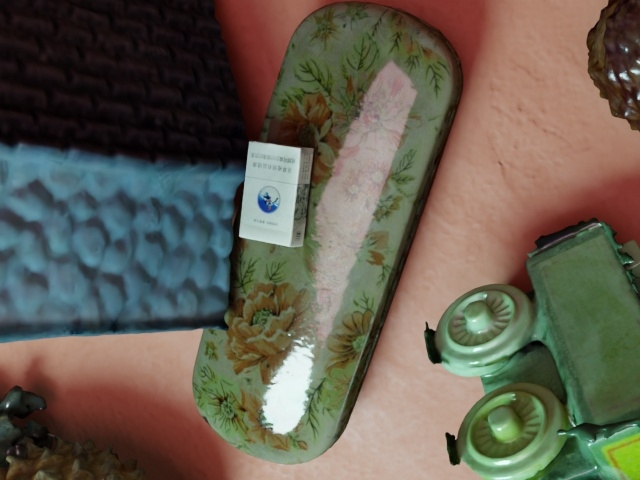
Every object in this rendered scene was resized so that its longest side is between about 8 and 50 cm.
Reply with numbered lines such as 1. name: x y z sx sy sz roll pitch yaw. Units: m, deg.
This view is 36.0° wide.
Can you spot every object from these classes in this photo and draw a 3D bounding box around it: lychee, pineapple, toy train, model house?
1. lychee: 0.301 -0.150 0.730 0.188 0.188 0.188 3 102 14
2. pineapple: -0.296 0.268 0.977 0.357 0.223 0.223 36 109 25
3. toy train: 0.201 0.122 0.772 0.188 0.272 0.159 -26 121 14
4. model house: -0.257 -0.111 0.789 0.297 0.360 0.339 15 97 37

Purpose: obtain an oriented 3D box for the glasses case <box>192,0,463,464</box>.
1. glasses case: 0.000 0.000 0.881 0.156 0.098 0.426 22 105 16

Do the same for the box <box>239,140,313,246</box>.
1. box: -0.037 -0.040 0.826 0.054 0.024 0.083 11 98 28
